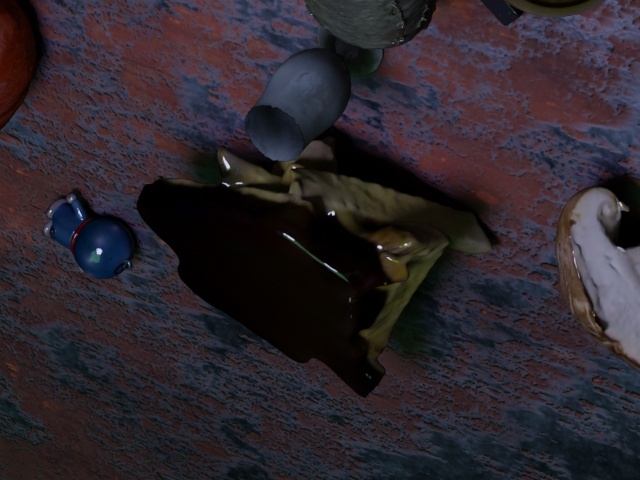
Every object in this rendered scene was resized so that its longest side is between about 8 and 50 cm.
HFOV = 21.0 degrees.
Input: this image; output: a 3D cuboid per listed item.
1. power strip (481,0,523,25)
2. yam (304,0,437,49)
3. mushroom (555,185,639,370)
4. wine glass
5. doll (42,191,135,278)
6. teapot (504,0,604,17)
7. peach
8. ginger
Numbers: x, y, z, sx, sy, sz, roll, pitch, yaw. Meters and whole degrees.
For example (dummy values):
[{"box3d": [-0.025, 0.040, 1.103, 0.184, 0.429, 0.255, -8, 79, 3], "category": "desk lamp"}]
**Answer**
[{"box3d": [0.181, -0.286, 1.888, 0.111, 0.038, 0.029, 47, 139, -10], "category": "power strip"}, {"box3d": [0.047, -0.307, 1.765, 0.168, 0.168, 0.304, 28, 174, 10], "category": "yam"}, {"box3d": [0.353, 0.057, 2.032, 0.286, 0.156, 0.151, 52, 164, -16], "category": "mushroom"}, {"box3d": [-0.008, -0.177, 1.990, 0.093, 0.202, 0.093, 18, 136, 18], "category": "wine glass"}, {"box3d": [-0.326, 0.000, 2.455, 0.152, 0.085, 0.114, 30, 127, 22], "category": "doll"}, {"box3d": [0.205, -0.339, 1.724, 0.267, 0.175, 0.186, 29, 102, -29], "category": "teapot"}, {"box3d": [-0.497, -0.225, 2.237, 0.232, 0.257, 0.232, 15, 132, 18], "category": "peach"}, {"box3d": [0.000, 0.000, 2.181, 0.413, 0.211, 0.358, 21, 150, 30], "category": "ginger"}]
